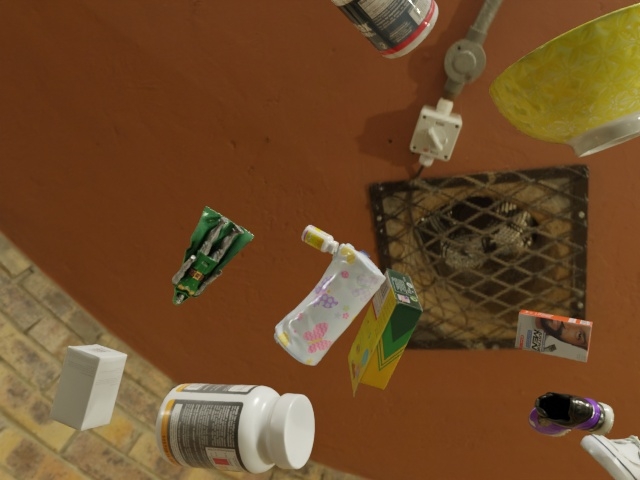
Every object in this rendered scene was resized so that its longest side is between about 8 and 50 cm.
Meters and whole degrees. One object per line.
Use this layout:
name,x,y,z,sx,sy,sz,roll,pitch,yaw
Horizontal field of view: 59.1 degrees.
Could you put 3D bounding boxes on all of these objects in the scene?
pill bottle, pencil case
pill bottle,0.074,-0.356,0.798,0.108,0.108,0.180,-35,-52,27
pencil case,0.019,0.139,1.224,0.124,0.113,0.273,36,-86,-14
pill bottle,-0.163,0.361,1.090,0.278,0.162,0.162,-4,-64,23
pill bottle,0.000,0.000,1.324,0.083,0.043,0.044,29,-58,19

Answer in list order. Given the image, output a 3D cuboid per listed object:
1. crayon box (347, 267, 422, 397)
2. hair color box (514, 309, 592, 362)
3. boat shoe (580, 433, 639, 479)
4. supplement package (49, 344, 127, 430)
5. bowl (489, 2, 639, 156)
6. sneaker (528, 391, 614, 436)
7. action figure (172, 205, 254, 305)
crayon box,0.172,0.265,1.581,0.081,0.202,0.319,19,-68,-9
hair color box,0.575,0.234,1.395,0.167,0.053,0.093,7,-83,27
boat shoe,0.471,0.332,0.860,0.076,0.083,0.226,-48,-53,5
supplement package,-0.568,0.357,1.384,0.105,0.105,0.180,13,-94,19
bowl,0.428,-0.223,0.872,0.289,0.289,0.156,-21,-96,22
sneaker,0.634,0.462,1.533,0.146,0.102,0.293,20,-24,-9
action figure,-0.270,0.054,1.300,0.137,0.063,0.232,33,-84,-23
